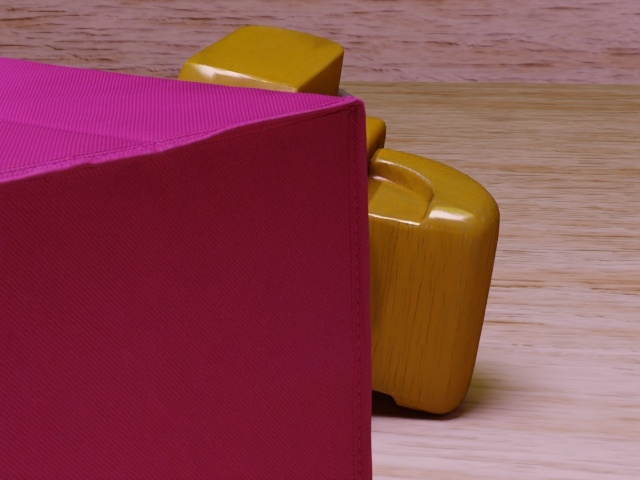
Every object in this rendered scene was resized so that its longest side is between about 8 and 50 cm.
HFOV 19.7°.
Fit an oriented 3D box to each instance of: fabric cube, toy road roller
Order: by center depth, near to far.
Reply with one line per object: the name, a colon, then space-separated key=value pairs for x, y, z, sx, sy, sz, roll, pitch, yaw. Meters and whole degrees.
fabric cube: x=-0.155 y=0.063 z=0.811 sx=0.258 sy=0.254 sz=0.259 roll=12 pitch=18 yaw=40
toy road roller: x=0.000 y=0.000 z=1.216 sx=0.240 sy=0.203 sz=0.329 roll=13 pitch=20 yaw=9
